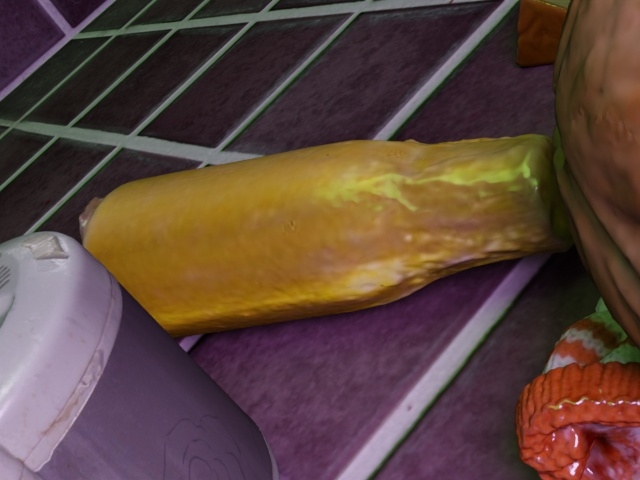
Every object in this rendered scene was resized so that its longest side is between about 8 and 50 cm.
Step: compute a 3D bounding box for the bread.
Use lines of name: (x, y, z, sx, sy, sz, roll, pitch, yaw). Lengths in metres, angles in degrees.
bread: (0.262, -0.198, 0.899, 0.139, 0.084, 0.074, 21, 57, 23)

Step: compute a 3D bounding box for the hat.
hat: (0.170, 0.071, 0.528, 0.112, 0.093, 0.162, 5, 37, 16)

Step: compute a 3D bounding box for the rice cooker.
rice cooker: (-0.194, 0.157, 0.614, 0.288, 0.277, 0.288, -27, 32, 18)

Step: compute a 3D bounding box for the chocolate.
chocolate: (0.000, 0.000, 0.790, 0.446, 0.162, 0.162, -8, 40, 37)

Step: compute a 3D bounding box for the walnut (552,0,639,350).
walnut: (0.260, -0.052, 0.375, 0.333, 0.332, 0.332, -28, 30, 17)
